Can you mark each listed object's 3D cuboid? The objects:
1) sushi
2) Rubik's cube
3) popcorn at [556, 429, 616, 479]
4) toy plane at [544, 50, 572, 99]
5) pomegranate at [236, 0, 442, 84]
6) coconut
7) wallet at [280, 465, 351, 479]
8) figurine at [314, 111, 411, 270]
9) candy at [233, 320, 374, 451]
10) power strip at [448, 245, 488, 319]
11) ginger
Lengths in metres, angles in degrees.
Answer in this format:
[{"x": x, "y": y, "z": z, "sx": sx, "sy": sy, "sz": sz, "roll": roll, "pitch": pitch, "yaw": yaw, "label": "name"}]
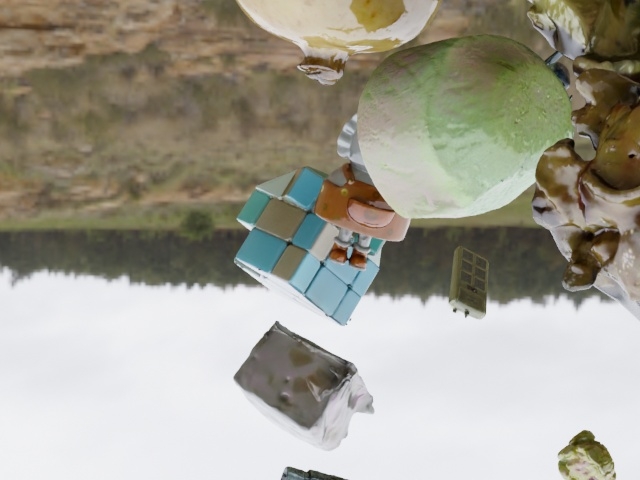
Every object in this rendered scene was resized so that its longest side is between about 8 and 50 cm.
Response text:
[{"x": 0.276, "y": -0.022, "z": 0.703, "sx": 0.204, "sy": 0.200, "sz": 0.213, "roll": 22, "pitch": 173, "yaw": -25, "label": "sushi"}, {"x": 0.000, "y": 0.000, "z": 1.671, "sx": 0.224, "sy": 0.213, "sz": 0.265, "roll": 23, "pitch": 167, "yaw": 40, "label": "Rubik's cube"}, {"x": 0.492, "y": 0.408, "z": 1.861, "sx": 0.089, "sy": 0.109, "sz": 0.097, "roll": -39, "pitch": 175, "yaw": -42, "label": "popcorn"}, {"x": 0.326, "y": -0.223, "z": 1.667, "sx": 0.060, "sy": 0.235, "sz": 0.096, "roll": 43, "pitch": -170, "yaw": -35, "label": "toy plane"}, {"x": 0.019, "y": -0.361, "z": 1.218, "sx": 0.307, "sy": 0.307, "sz": 0.307, "roll": 2, "pitch": -172, "yaw": 0, "label": "pomegranate"}, {"x": 0.148, "y": -0.122, "z": 1.124, "sx": 0.204, "sy": 0.236, "sz": 0.236, "roll": 35, "pitch": 172, "yaw": -27, "label": "coconut"}, {"x": 0.065, "y": 0.460, "z": 1.444, "sx": 0.342, "sy": 0.237, "sz": 0.075, "roll": 20, "pitch": -170, "yaw": -15, "label": "wallet"}, {"x": 0.076, "y": -0.092, "z": 1.452, "sx": 0.143, "sy": 0.271, "sz": 0.143, "roll": 14, "pitch": 175, "yaw": 1, "label": "figurine"}, {"x": -0.024, "y": 0.240, "z": 1.643, "sx": 0.185, "sy": 0.137, "sz": 0.195, "roll": 28, "pitch": 165, "yaw": 22, "label": "candy"}, {"x": 0.286, "y": 0.085, "z": 1.954, "sx": 0.076, "sy": 0.028, "sz": 0.169, "roll": 27, "pitch": -137, "yaw": -14, "label": "power strip"}, {"x": 0.490, "y": -0.330, "z": 1.432, "sx": 0.413, "sy": 0.211, "sz": 0.358, "roll": 12, "pitch": -157, "yaw": 7, "label": "ginger"}]
